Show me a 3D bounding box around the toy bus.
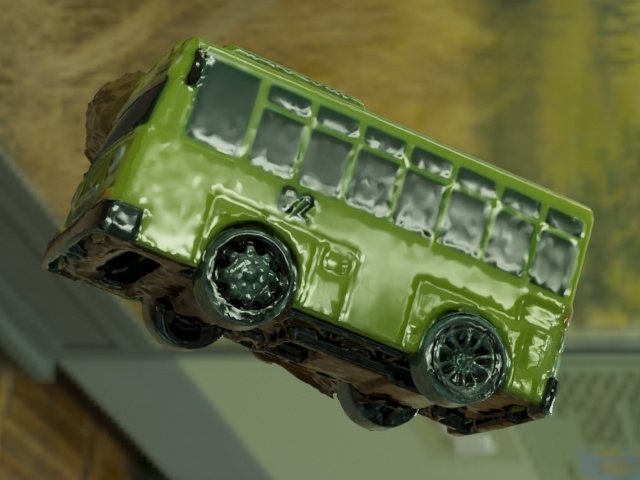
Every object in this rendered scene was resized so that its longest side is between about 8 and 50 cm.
[{"bbox_3d":[0.000,0.000,1.012,0.128,0.262,0.150,-27,-138,66],"label":"toy bus"}]

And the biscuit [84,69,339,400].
[{"bbox_3d":[-0.047,-0.006,1.282,0.075,0.296,0.296,-46,148,-14],"label":"biscuit"}]
